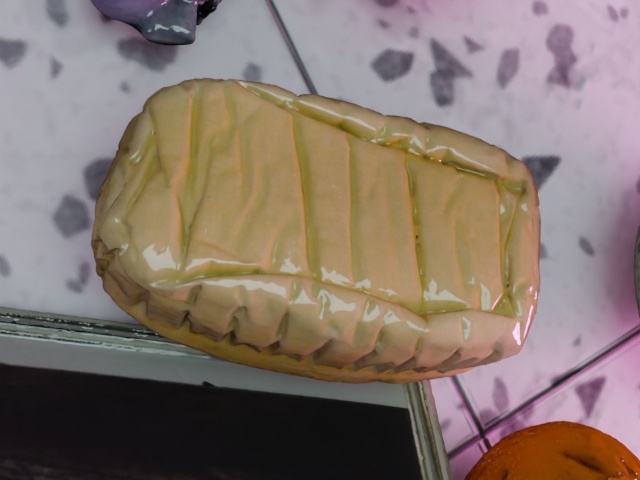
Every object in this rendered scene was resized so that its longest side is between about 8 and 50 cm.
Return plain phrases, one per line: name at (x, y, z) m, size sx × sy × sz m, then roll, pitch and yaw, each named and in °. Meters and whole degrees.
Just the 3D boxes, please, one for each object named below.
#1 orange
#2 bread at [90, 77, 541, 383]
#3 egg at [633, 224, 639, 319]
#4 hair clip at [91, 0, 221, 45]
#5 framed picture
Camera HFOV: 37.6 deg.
orange at (0.134, 0.168, 0.533) m, size 0.135 × 0.117 × 0.136 m, roll -9°, pitch 111°, yaw -25°
bread at (0.000, 0.000, 0.499) m, size 0.236 × 0.106 × 0.140 m, roll 12°, pitch 69°, yaw -15°
egg at (0.259, 0.020, 0.576) m, size 0.132 × 0.132 × 0.172 m, roll 14°, pitch 93°, yaw -17°
hair clip at (-0.078, -0.200, 0.531) m, size 0.124 × 0.052 × 0.196 m, roll 3°, pitch 78°, yaw -16°
framed picture at (-0.060, 0.129, 0.448) m, size 0.293 × 0.018 × 0.231 m, roll 9°, pitch 44°, yaw -18°
